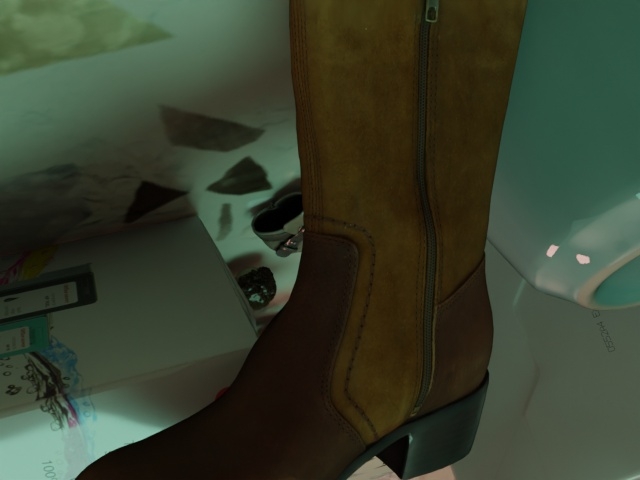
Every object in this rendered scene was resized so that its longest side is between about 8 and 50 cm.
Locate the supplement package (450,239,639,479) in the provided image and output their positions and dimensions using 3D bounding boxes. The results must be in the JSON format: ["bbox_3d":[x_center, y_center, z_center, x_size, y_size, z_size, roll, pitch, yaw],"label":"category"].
[{"bbox_3d":[0.200,0.097,0.793,0.204,0.262,0.145,-26,156,20],"label":"supplement package"}]

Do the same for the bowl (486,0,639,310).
[{"bbox_3d":[0.217,-0.063,0.568,0.311,0.163,0.311,-15,158,-6],"label":"bowl"}]

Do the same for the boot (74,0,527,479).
[{"bbox_3d":[0.000,0.000,0.419,0.264,0.096,0.280,-8,112,-32],"label":"boot"}]

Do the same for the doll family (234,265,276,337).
[{"bbox_3d":[-0.073,0.115,0.809,0.163,0.118,0.263,-15,160,-1],"label":"doll family"}]

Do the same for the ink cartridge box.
[{"bbox_3d":[-0.174,0.132,0.574,0.270,0.197,0.198,-12,117,-14],"label":"ink cartridge box"}]

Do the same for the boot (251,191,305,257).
[{"bbox_3d":[0.010,-0.020,0.667,0.118,0.042,0.087,-30,153,24],"label":"boot"}]
